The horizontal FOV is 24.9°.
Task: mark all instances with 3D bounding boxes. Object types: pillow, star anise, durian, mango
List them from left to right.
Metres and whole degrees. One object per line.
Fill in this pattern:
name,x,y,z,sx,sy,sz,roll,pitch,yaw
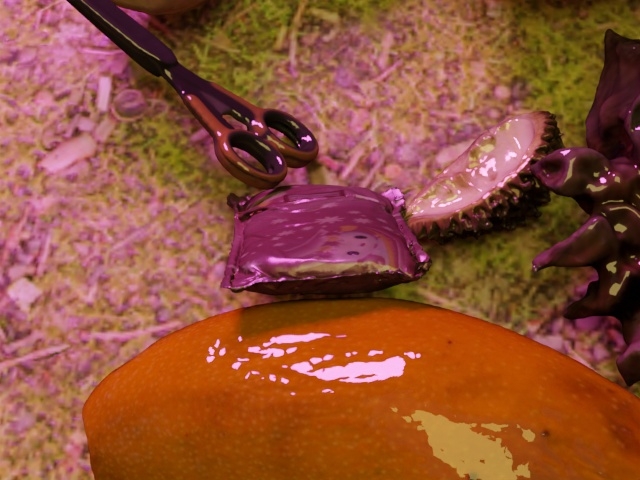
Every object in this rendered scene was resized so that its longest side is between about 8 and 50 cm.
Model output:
pillow,0.000,0.000,0.839,0.118,0.185,0.043,-4,108,1
mango,0.040,0.125,0.771,0.359,0.144,0.187,18,97,14
durian,0.106,-0.037,0.898,0.130,0.052,0.066,-40,70,-12
star anise,0.232,-0.010,0.847,0.220,0.099,0.214,31,81,-1

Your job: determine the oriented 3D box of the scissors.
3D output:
scissors,-0.099,-0.111,0.915,0.220,0.017,0.088,39,34,7

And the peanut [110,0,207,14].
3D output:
peanut,-0.048,-0.247,0.970,0.263,0.101,0.117,-38,50,-14
